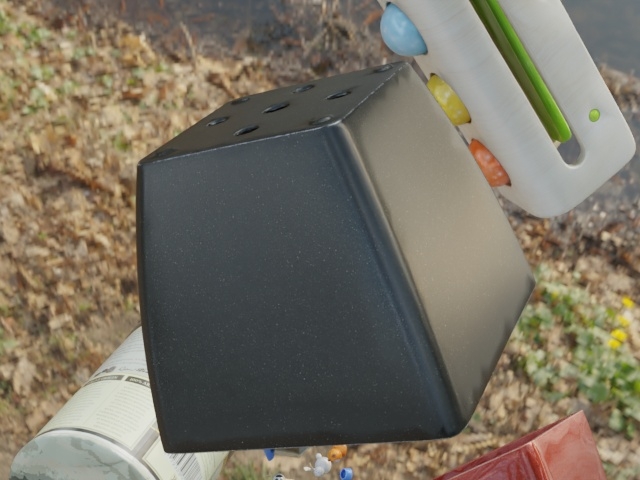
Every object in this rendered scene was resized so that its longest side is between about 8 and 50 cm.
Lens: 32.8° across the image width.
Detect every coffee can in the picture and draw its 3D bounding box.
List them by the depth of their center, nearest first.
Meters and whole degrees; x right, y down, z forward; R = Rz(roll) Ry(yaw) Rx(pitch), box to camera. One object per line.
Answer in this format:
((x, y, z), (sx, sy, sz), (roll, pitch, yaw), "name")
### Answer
((-0.210, 0.236, 1.300), (0.201, 0.201, 0.275), (20, 31, 11), "coffee can")

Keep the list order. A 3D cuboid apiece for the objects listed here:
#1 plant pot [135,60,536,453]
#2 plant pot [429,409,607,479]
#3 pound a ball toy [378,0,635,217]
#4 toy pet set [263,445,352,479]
((0.000, 0.000, 0.633), (0.188, 0.167, 0.187), (-8, 21, 27), "plant pot")
((0.207, 0.366, 1.224), (0.267, 0.267, 0.236), (-31, 76, 22), "plant pot")
((0.152, -0.152, 1.034), (0.135, 0.319, 0.208), (-38, 27, -4), "pound a ball toy")
((-0.033, 0.244, 1.231), (0.065, 0.122, 0.114), (16, 42, -31), "toy pet set")
